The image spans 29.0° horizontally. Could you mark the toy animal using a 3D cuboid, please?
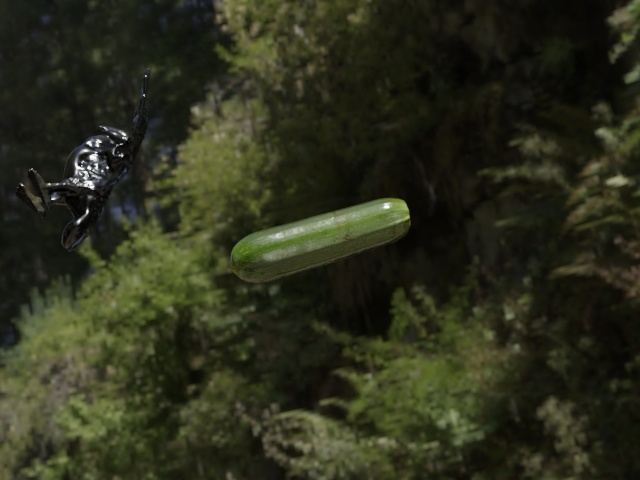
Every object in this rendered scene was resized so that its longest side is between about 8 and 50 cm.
[{"bbox_3d":[-0.174,-0.046,0.934,0.108,0.062,0.220,-44,-5,-44],"label":"toy animal"}]

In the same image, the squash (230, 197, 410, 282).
[{"bbox_3d":[0.000,0.000,1.501,0.228,0.066,0.066,-16,-19,-10],"label":"squash"}]
